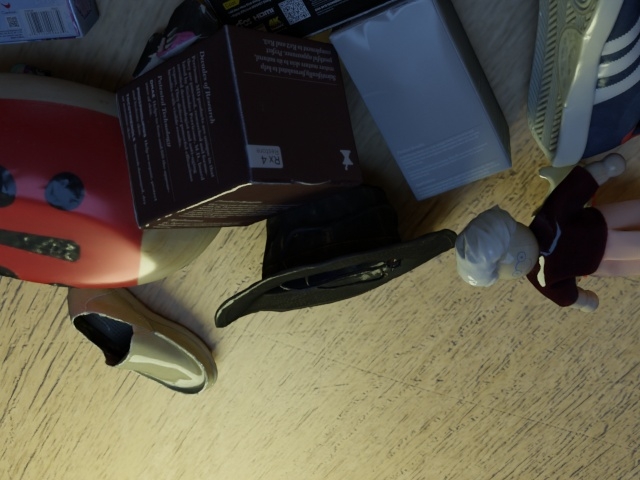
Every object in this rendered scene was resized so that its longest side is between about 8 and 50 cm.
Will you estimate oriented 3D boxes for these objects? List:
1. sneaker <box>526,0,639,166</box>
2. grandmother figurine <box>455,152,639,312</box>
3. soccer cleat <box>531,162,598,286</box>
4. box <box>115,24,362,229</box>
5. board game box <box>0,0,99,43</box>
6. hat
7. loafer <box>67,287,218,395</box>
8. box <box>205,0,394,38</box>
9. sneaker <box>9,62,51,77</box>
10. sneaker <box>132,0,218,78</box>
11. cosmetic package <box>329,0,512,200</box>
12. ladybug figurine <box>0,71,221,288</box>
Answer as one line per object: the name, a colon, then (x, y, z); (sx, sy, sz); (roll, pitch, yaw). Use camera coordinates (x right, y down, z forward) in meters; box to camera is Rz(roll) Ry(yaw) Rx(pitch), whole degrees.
sneaker: (0.313, -0.228, 0.946); (0.148, 0.131, 0.350); (-13, 145, -7)
grandmother figurine: (0.317, -0.002, 1.068); (0.343, 0.104, 0.207); (-5, 107, -16)
soccer cleat: (0.306, -0.010, 1.160); (0.076, 0.068, 0.196); (5, 119, 12)
box: (-0.093, -0.115, 1.011); (0.203, 0.169, 0.166); (-18, 79, 42)
board game box: (-0.445, -0.372, 1.013); (0.319, 0.066, 0.317); (-2, 126, 11)
hat: (0.000, 0.000, 1.152); (0.331, 0.331, 0.133); (-23, 80, 23)
loafer: (-0.271, 0.157, 1.353); (0.269, 0.092, 0.102); (38, 122, -18)
box: (-0.006, -0.354, 0.930); (0.322, 0.079, 0.257); (-17, 120, 28)
sneaker: (-0.357, -0.174, 1.160); (0.069, 0.038, 0.098); (10, 127, 3)
sneaker: (-0.150, -0.219, 1.056); (0.077, 0.071, 0.178); (24, 166, -24)
cosmetic package: (0.120, -0.177, 1.044); (0.127, 0.107, 0.238); (-18, 118, 21)
ladybug figurine: (-0.340, -0.054, 1.137); (0.450, 0.161, 0.305); (9, 138, -5)
